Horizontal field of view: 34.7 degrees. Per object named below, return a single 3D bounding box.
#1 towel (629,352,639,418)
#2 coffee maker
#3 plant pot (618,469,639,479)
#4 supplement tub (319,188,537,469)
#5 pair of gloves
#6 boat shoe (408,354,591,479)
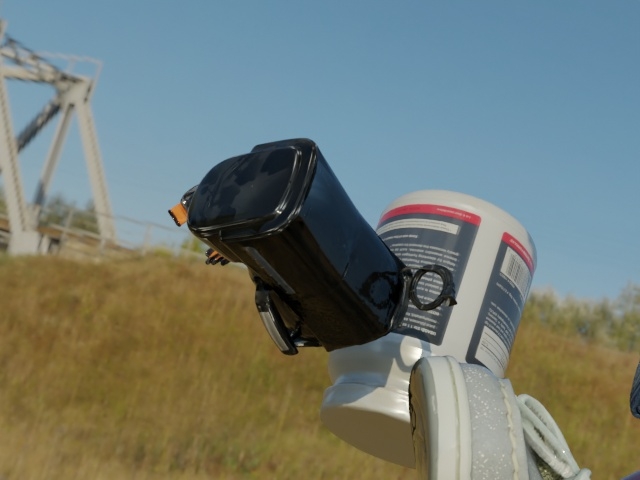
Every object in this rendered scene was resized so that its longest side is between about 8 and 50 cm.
[{"bbox_3d":[0.268,0.080,0.791,0.029,0.119,0.067,22,-44,9],"label":"towel"},{"bbox_3d":[0.000,0.000,0.878,0.171,0.120,0.178,-24,-46,15],"label":"coffee maker"},{"bbox_3d":[0.395,0.421,1.318,0.180,0.201,0.201,-28,-20,8],"label":"plant pot"},{"bbox_3d":[0.121,0.098,1.141,0.191,0.272,0.191,18,-26,9],"label":"supplement tub"},{"bbox_3d":[-0.105,-0.019,1.032,0.083,0.074,0.010,52,-30,-5],"label":"pair of gloves"},{"bbox_3d":[0.115,0.164,0.537,0.103,0.118,0.320,-14,-47,10],"label":"boat shoe"}]
